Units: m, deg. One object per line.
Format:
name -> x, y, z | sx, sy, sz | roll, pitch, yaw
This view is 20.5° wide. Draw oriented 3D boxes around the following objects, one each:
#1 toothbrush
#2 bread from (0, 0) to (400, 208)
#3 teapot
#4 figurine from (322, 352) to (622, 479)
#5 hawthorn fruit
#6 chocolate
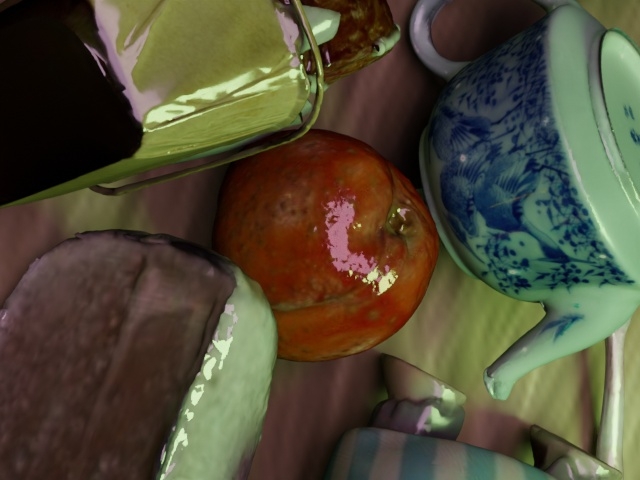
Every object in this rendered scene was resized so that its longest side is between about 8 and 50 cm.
toothbrush -> 0.164, 0.148, 1.015 | 0.025, 0.029, 0.307 | 0, 91, -15
bread -> -0.070, -0.103, 0.847 | 0.212, 0.224, 0.142 | -32, 101, -38
teapot -> 0.109, -0.038, 0.951 | 0.159, 0.159, 0.232 | -9, 78, -18
figurine -> 0.067, 0.248, 0.796 | 0.266, 0.377, 0.361 | 26, 82, -15
hawthorn fruit -> 0.000, 0.000, 0.917 | 0.128, 0.128, 0.128 | 1, 88, -18
chocolate -> -0.114, 0.148, 0.851 | 0.100, 0.185, 0.303 | 32, 74, -43
